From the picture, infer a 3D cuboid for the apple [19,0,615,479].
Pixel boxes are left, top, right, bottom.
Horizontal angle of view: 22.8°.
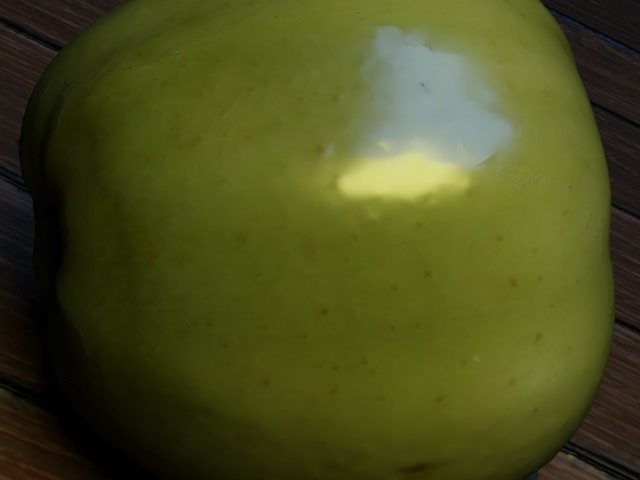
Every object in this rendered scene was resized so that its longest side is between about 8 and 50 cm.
[{"bbox_3d":[0.000,0.000,0.939,0.357,0.357,0.357,19,32,-13],"label":"apple"}]
